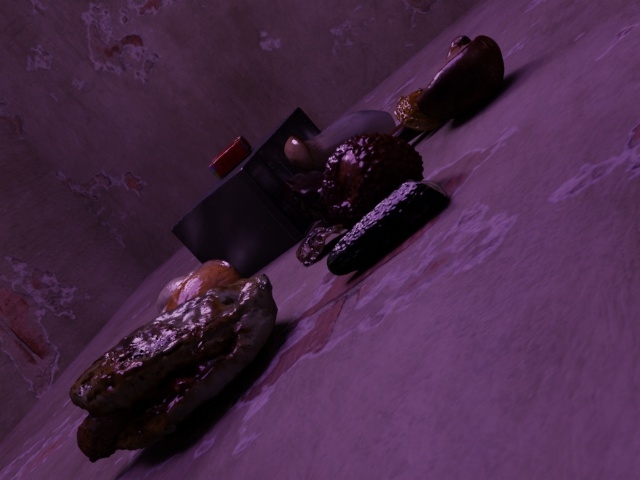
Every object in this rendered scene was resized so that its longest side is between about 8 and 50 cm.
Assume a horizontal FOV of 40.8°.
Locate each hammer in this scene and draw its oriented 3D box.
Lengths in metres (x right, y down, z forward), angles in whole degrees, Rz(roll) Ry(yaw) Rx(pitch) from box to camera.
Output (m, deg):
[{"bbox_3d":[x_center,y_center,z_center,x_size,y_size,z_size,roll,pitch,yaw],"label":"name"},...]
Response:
[{"bbox_3d":[0.108,-0.198,2.057,0.409,0.095,0.242,-38,22,-9],"label":"hammer"}]

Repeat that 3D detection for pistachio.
[{"bbox_3d":[-0.257,0.109,2.137,0.108,0.126,0.185,-10,-7,-39],"label":"pistachio"}]

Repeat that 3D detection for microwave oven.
[{"bbox_3d":[-0.158,-0.116,2.366,0.374,0.236,0.432,-37,11,33],"label":"microwave oven"}]

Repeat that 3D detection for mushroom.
[{"bbox_3d":[0.052,-0.256,2.238,0.328,0.122,0.159,-23,-7,-28],"label":"mushroom"},{"bbox_3d":[0.313,-0.344,1.894,0.194,0.138,0.231,-59,4,-17],"label":"mushroom"}]

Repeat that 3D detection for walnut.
[{"bbox_3d":[-0.246,0.143,1.863,0.207,0.159,0.159,-50,13,-33],"label":"walnut"}]

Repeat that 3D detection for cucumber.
[{"bbox_3d":[0.105,-0.021,1.463,0.241,0.074,0.074,-41,10,13],"label":"cucumber"}]

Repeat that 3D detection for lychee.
[{"bbox_3d":[0.101,-0.111,1.585,0.188,0.188,0.188,-40,10,9],"label":"lychee"}]

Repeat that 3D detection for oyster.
[{"bbox_3d":[-0.009,0.005,1.834,0.148,0.051,0.103,-48,-2,33],"label":"oyster"}]

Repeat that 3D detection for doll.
[{"bbox_3d":[-0.332,0.213,1.982,0.175,0.149,0.278,-33,28,46],"label":"doll"}]

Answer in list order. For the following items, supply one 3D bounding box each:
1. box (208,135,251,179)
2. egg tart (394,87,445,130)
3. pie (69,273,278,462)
[{"bbox_3d":[-0.244,-0.228,2.335,0.112,0.048,0.175,-42,10,5],"label":"box"},{"bbox_3d":[0.237,-0.314,2.028,0.130,0.130,0.052,-47,-26,-26],"label":"egg tart"},{"bbox_3d":[-0.243,0.201,1.558,0.418,0.180,0.395,-41,7,-40],"label":"pie"}]
